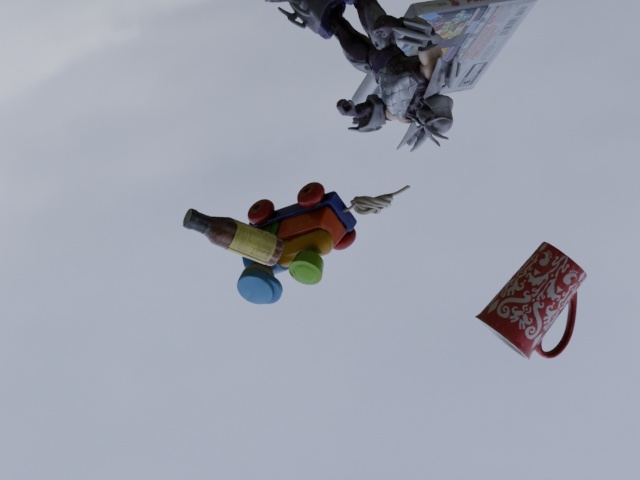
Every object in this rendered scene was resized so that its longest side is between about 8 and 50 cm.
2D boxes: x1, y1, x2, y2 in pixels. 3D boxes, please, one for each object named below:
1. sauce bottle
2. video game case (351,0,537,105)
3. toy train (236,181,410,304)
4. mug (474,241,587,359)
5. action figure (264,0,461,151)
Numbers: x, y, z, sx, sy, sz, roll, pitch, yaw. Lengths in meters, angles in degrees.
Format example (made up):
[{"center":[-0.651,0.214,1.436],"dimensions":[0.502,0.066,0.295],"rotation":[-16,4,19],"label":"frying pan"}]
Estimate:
[{"center":[-0.109,-0.007,1.922],"dimensions":[0.128,0.042,0.042],"rotation":[23,-175,-23],"label":"sauce bottle"},{"center":[0.151,-0.236,1.891],"dimensions":[0.183,0.023,0.201],"rotation":[-13,157,-29],"label":"video game case"},{"center":[0.000,0.000,2.095],"dimensions":[0.248,0.105,0.143],"rotation":[-17,-145,32],"label":"toy train"},{"center":[0.355,0.102,2.519],"dimensions":[0.113,0.150,0.169],"rotation":[36,-93,40],"label":"mug"},{"center":[0.062,-0.215,1.753],"dimensions":[0.099,0.185,0.285],"rotation":[-16,-120,-40],"label":"action figure"}]
